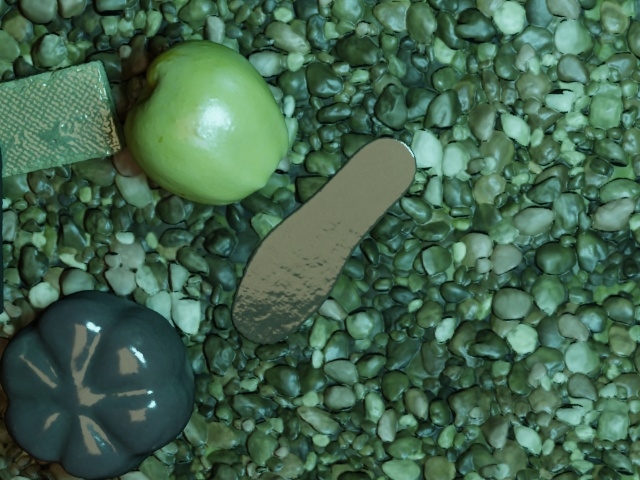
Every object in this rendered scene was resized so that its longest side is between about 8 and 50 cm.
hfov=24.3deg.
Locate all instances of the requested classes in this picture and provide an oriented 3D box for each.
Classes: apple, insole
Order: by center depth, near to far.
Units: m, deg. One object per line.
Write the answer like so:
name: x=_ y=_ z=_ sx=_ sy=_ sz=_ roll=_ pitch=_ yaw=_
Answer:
apple: x=-0.137 y=-0.137 z=1.747 sx=0.200 sy=0.200 sz=0.200 roll=2 pitch=105 yaw=7
insole: x=0.000 y=0.000 z=1.854 sx=0.111 sy=0.007 sz=0.328 roll=40 pitch=105 yaw=-5

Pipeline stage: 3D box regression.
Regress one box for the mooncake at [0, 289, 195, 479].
mooncake: x=-0.284 y=0.185 z=1.877 sx=0.244 sy=0.133 sz=0.245 roll=2 pitch=100 yaw=12

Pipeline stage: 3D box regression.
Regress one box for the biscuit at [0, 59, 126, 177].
biscuit: x=-0.351 y=-0.148 z=1.842 sx=0.199 sy=0.040 sz=0.121 roll=-12 pitch=104 yaw=11

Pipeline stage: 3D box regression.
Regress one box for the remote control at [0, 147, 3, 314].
remote control: x=-0.432 y=-0.013 z=1.874 sx=0.063 sy=0.025 sz=0.245 roll=5 pitch=117 yaw=1
